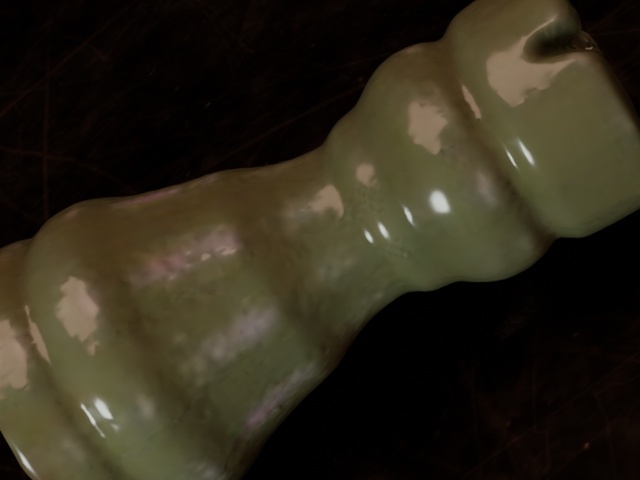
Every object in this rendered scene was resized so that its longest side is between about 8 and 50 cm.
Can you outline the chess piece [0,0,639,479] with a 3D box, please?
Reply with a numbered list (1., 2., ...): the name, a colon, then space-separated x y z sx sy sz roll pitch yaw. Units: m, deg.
1. chess piece: 0.000 0.000 1.199 0.442 0.234 0.234 -32 33 7
